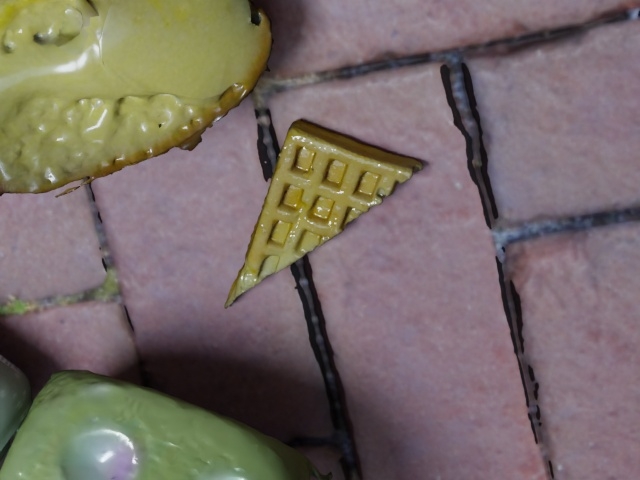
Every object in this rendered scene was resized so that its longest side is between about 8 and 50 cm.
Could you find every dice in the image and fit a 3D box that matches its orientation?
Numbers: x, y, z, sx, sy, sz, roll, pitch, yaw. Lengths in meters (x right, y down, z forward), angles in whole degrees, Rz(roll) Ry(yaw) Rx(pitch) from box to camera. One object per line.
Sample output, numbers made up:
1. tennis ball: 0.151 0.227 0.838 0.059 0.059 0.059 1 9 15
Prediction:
1. dice: -0.148 0.267 1.547 0.254 0.252 0.249 20 76 1

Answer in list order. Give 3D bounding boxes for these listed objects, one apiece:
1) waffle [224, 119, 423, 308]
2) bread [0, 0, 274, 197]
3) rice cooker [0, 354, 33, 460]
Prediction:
1. waffle: 0.000 0.000 1.573 0.125 0.032 0.191 18 117 1
2. bread: -0.176 -0.158 1.471 0.262 0.162 0.204 -22 107 -5
3. rice cooker: -0.387 0.146 1.608 0.244 0.226 0.226 38 115 -3
